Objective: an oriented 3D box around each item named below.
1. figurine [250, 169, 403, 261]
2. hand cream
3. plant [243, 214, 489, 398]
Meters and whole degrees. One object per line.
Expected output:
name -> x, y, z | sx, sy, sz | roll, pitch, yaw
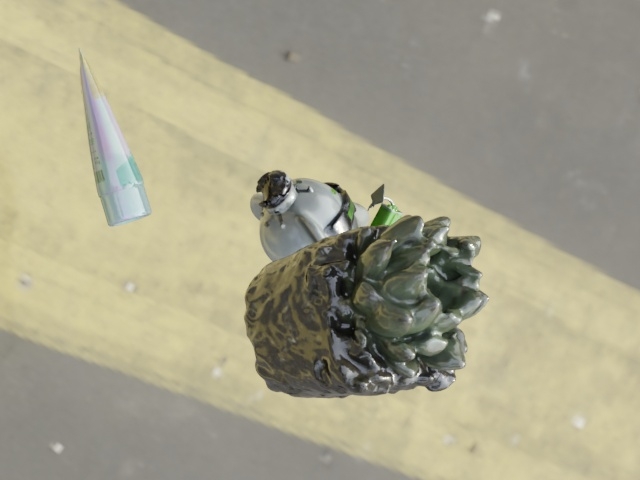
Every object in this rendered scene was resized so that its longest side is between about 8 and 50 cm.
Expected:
figurine -> 0.000, 0.000, 1.741 | 0.126, 0.147, 0.192 | -52, 128, -17
hand cream -> -0.215, -0.103, 1.735 | 0.047, 0.076, 0.174 | -17, 88, -9
plant -> 0.041, 0.056, 1.327 | 0.129, 0.194, 0.132 | -3, 81, -46
